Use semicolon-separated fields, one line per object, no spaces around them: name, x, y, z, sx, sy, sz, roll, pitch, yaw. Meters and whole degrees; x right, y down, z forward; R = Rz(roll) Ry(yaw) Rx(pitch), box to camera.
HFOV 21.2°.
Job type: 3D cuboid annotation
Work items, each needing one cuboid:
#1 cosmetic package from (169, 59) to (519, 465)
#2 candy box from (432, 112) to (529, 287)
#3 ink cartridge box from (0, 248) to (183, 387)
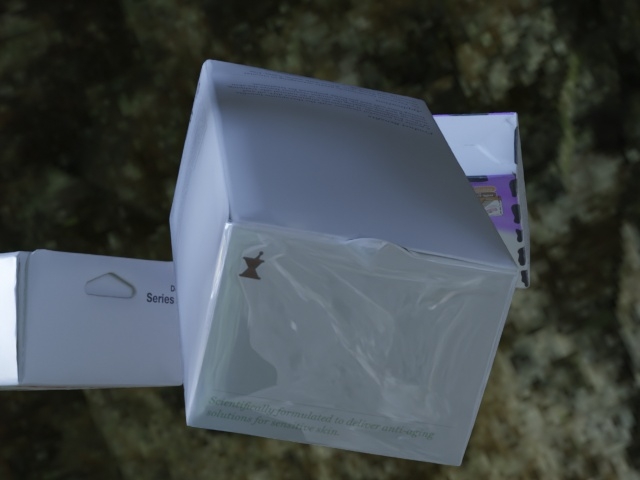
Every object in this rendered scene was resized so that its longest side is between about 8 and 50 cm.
cosmetic package;0.000;0.000;1.243;0.197;0.365;0.155;11;-69;-9
candy box;0.101;-0.031;1.541;0.165;0.070;0.196;-1;-31;10
ink cartridge box;-0.299;0.080;1.607;0.289;0.121;0.211;-5;-6;40
